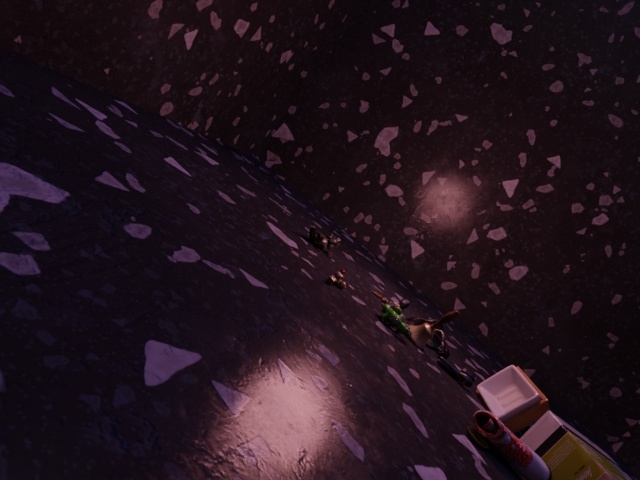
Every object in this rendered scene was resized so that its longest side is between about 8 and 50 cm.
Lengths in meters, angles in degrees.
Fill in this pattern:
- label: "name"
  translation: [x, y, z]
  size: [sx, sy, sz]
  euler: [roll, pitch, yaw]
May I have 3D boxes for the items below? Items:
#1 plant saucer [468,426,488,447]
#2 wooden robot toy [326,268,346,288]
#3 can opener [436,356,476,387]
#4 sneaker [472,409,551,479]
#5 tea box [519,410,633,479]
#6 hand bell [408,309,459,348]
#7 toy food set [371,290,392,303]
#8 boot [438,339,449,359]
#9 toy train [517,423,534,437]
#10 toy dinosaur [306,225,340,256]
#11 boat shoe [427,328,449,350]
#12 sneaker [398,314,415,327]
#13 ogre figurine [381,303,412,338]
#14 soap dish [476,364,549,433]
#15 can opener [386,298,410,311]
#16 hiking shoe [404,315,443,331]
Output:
- label: "plant saucer"
  translation: [0.522, 0.661, 1.374]
  size: [0.083, 0.015, 0.083]
  euler: [37, 10, -8]
- label: "wooden robot toy"
  translation: [0.093, 0.183, 1.866]
  size: [0.079, 0.076, 0.173]
  euler: [52, 13, 12]
- label: "can opener"
  translation: [0.618, 0.602, 1.888]
  size: [0.186, 0.059, 0.073]
  euler: [31, 34, 17]
- label: "sneaker"
  translation: [0.624, 0.682, 1.369]
  size: [0.145, 0.090, 0.270]
  euler: [46, -3, -42]
- label: "tea box"
  translation: [0.885, 0.817, 1.368]
  size: [0.329, 0.220, 0.323]
  euler: [36, 11, -13]
- label: "hand bell"
  translation: [0.541, 0.394, 1.918]
  size: [0.126, 0.242, 0.126]
  euler: [37, 29, -25]
- label: "toy food set"
  translation: [0.336, 0.316, 2.272]
  size: [0.122, 0.019, 0.078]
  euler: [33, 8, 16]
- label: "boot"
  translation: [0.614, 0.563, 2.044]
  size: [0.099, 0.045, 0.121]
  euler: [-68, 140, -60]
- label: "toy train"
  translation: [0.914, 0.845, 1.788]
  size: [0.105, 0.080, 0.184]
  euler: [51, 11, 16]
- label: "toy dinosaur"
  translation: [0.000, 0.000, 2.309]
  size: [0.313, 0.121, 0.160]
  euler: [23, 5, -41]
- label: "boat shoe"
  translation: [0.605, 0.509, 2.139]
  size: [0.285, 0.092, 0.103]
  euler: [31, 11, -41]
- label: "sneaker"
  translation: [0.414, 0.404, 2.050]
  size: [0.089, 0.051, 0.170]
  euler: [46, 15, 18]
- label: "ogre figurine"
  translation: [0.340, 0.360, 1.885]
  size: [0.118, 0.096, 0.197]
  euler: [53, 17, -31]
- label: "soap dish"
  translation: [0.835, 0.693, 1.797]
  size: [0.118, 0.228, 0.291]
  euler: [54, 8, -6]
- label: "can opener"
  translation: [0.396, 0.347, 2.164]
  size: [0.074, 0.093, 0.280]
  euler: [43, 15, 20]
- label: "hiking shoe"
  translation: [0.568, 0.449, 2.239]
  size: [0.226, 0.086, 0.114]
  euler: [21, -1, -29]
